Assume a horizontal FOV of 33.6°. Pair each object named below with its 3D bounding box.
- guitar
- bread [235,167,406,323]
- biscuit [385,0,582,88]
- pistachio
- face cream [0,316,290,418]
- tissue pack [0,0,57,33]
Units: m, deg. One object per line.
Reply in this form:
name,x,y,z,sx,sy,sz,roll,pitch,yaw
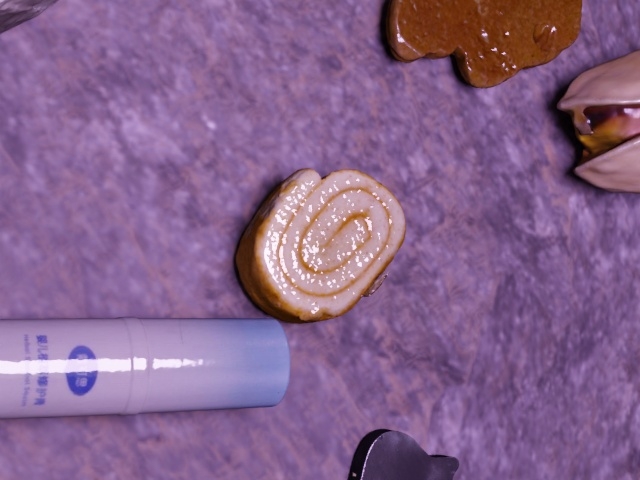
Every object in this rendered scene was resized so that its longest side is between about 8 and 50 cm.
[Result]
guitar,0.129,0.240,0.992,0.233,0.025,0.088,19,77,-24
bread,0.000,0.000,0.914,0.122,0.073,0.149,44,69,-16
biscuit,0.167,-0.260,1.032,0.290,0.041,0.208,-38,103,-23
pistachio,0.346,-0.121,1.056,0.229,0.157,0.157,-12,92,-15
face cream,-0.151,0.098,0.829,0.250,0.077,0.077,1,86,-27
tissue pack,-0.359,-0.274,0.673,0.297,0.207,0.380,-38,104,-25
